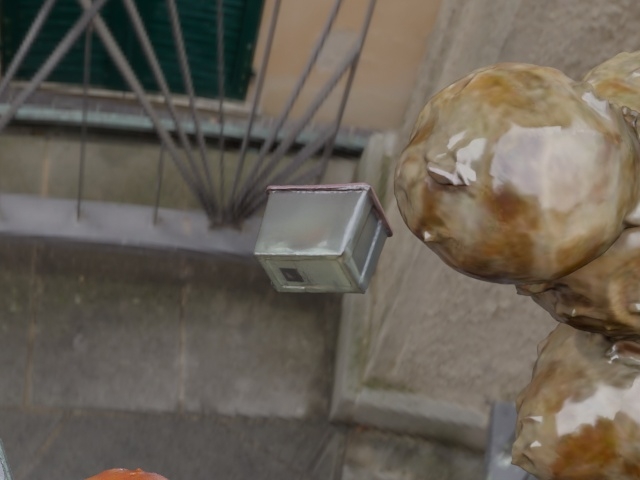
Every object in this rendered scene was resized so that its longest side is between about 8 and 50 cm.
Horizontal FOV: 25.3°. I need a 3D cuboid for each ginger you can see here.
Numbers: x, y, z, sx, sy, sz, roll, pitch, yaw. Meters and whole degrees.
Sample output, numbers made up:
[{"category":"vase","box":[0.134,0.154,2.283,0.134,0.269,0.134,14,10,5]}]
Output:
[{"category":"ginger","box":[0.196,0.033,0.867,0.256,0.375,0.176,-36,35,-19]}]

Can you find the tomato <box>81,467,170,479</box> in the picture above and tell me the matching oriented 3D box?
[{"category":"tomato","box":[-0.233,0.369,1.643,0.208,0.208,0.184,-15,105,-20]}]

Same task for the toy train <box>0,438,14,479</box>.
[{"category":"toy train","box":[-0.244,0.285,1.136,0.055,0.048,0.251,-17,85,-6]}]

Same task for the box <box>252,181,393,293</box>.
[{"category":"box","box":[0.000,0.000,1.018,0.085,0.060,0.063,0,51,24]}]
